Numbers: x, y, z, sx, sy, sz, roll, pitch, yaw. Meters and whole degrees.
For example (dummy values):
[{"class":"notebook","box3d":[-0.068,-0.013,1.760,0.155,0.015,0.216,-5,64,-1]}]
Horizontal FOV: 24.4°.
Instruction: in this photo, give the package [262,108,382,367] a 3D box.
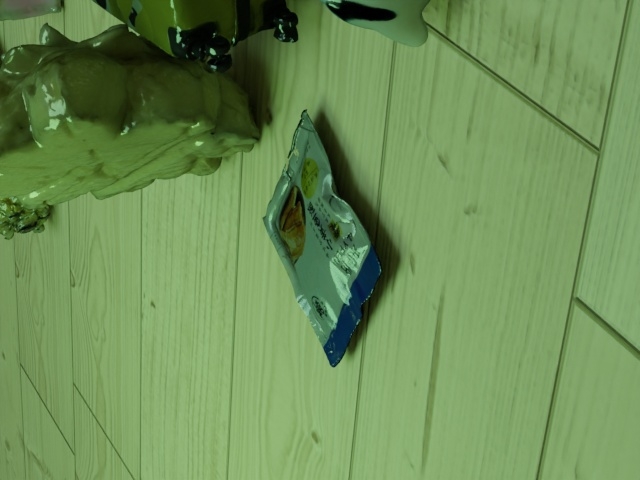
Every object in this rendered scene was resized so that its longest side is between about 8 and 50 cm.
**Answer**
[{"class":"package","box3d":[0.000,0.000,1.295,0.171,0.027,0.173,114,140,-51]}]

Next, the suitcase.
[{"class":"suitcase","box3d":[-0.112,-0.273,1.250,0.235,0.143,0.194,36,142,44]}]

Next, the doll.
[{"class":"doll","box3d":[0.019,-0.228,1.061,0.110,0.107,0.181,103,145,-55]}]

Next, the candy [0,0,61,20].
[{"class":"candy","box3d":[-0.425,-0.376,1.875,0.265,0.115,0.156,35,131,55]}]

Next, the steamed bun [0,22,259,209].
[{"class":"steamed bun","box3d":[-0.214,-0.125,1.369,0.292,0.295,0.137,35,-136,-77]}]

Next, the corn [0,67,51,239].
[{"class":"corn","box3d":[-0.464,-0.145,2.074,0.318,0.115,0.115,66,152,21]}]
